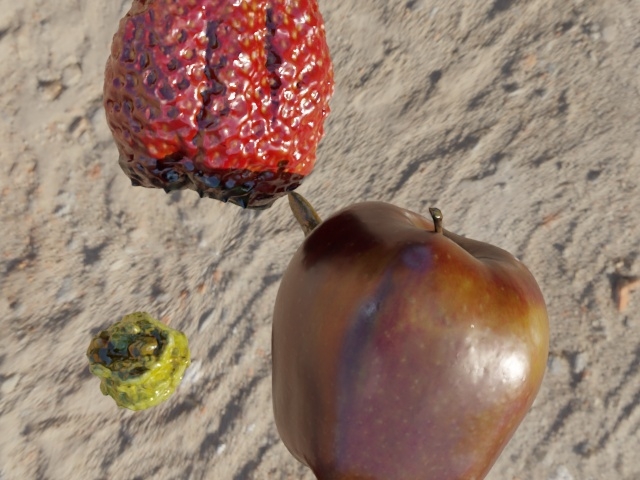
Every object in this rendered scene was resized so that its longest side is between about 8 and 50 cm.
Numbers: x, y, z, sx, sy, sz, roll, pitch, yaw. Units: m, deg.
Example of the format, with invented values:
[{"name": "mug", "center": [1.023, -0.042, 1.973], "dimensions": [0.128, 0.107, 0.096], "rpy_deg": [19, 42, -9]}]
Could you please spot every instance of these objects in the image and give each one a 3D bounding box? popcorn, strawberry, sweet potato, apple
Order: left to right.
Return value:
[{"name": "popcorn", "center": [-0.345, 0.221, 1.525], "dimensions": [0.197, 0.197, 0.155], "rpy_deg": [-13, 130, -7]}, {"name": "strawberry", "center": [-0.096, -0.179, 0.870], "dimensions": [0.238, 0.250, 0.288], "rpy_deg": [20, 112, -4]}, {"name": "sweet potato", "center": [0.000, 0.000, 1.553], "dimensions": [0.067, 0.067, 0.274], "rpy_deg": [-30, 63, -7]}, {"name": "apple", "center": [0.089, 0.116, 0.841], "dimensions": [0.288, 0.288, 0.317], "rpy_deg": [14, 101, -7]}]
